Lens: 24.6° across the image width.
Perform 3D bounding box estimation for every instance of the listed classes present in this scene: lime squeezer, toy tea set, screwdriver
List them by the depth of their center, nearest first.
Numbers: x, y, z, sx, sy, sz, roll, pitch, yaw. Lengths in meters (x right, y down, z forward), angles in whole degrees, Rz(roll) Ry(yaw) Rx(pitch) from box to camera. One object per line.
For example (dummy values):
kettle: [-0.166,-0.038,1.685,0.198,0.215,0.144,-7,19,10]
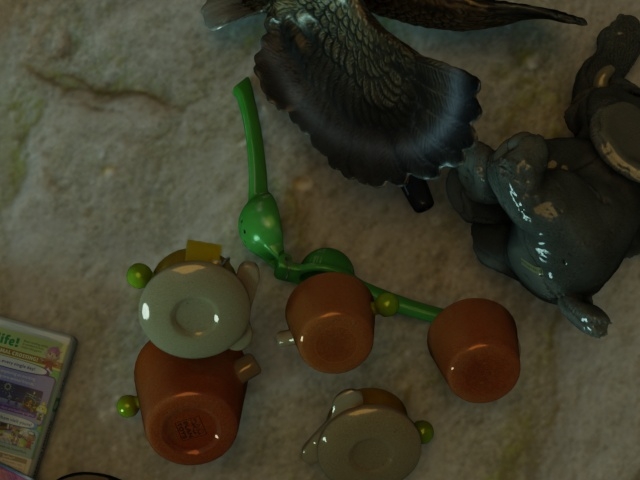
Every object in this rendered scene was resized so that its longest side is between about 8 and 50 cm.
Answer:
toy tea set: [-0.004,0.094,1.206,0.336,0.124,0.200,11,117,-11]
lime squeezer: [0.000,0.000,1.266,0.310,0.059,0.110,45,51,11]
screwdriver: [0.058,-0.101,1.291,0.024,0.025,0.170,-24,78,-3]

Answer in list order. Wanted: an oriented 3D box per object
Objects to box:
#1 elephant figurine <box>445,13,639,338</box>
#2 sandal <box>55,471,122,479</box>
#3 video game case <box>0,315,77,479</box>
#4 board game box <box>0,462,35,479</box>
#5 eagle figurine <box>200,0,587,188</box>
elephant figurine: [0.240,-0.063,1.218,0.239,0.169,0.186,-29,106,-19]
sandal: [-0.150,0.301,1.194,0.097,0.054,0.254,-27,77,-3]
video game case: [-0.336,0.148,1.255,0.212,0.023,0.193,14,79,7]
board game box: [-0.310,0.236,1.201,0.169,0.033,0.133,24,83,9]
eagle figurine: [0.037,-0.197,1.225,0.298,0.225,0.226,42,104,-4]
